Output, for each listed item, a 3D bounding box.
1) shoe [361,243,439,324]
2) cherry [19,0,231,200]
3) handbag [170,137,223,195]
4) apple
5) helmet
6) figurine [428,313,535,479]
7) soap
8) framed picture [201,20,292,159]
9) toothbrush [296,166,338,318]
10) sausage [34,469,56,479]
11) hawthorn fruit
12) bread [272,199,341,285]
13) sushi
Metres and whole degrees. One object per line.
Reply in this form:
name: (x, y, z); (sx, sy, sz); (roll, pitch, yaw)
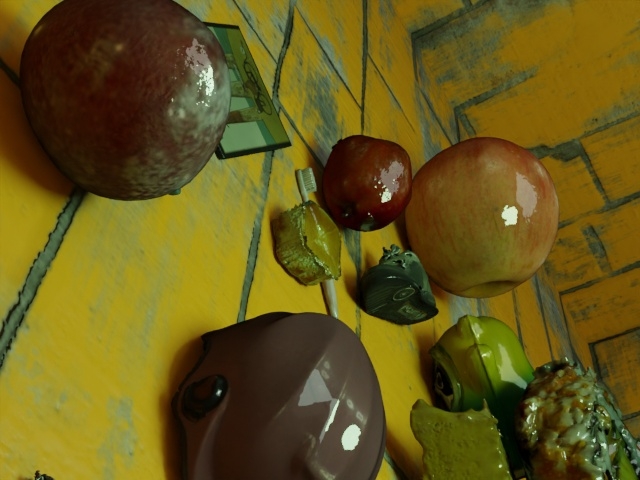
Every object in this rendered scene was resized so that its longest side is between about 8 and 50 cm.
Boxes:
shoe: (0.137, 0.068, 1.892); (0.293, 0.109, 0.149); (36, 32, -59)
cherry: (-0.217, -0.158, 1.076); (0.236, 0.285, 0.213); (42, 66, -29)
handbag: (-0.211, -0.161, 1.316); (0.179, 0.062, 0.229); (61, 21, -14)
apple: (0.369, -0.040, 2.237); (0.364, 0.364, 0.364); (51, 25, -35)
helmet: (-0.027, 0.225, 1.171); (0.271, 0.197, 0.338); (59, 20, -28)
figurine: (0.357, 0.313, 1.989); (0.323, 0.231, 0.340); (32, 39, -79)
soap: (0.250, 0.470, 1.596); (0.304, 0.169, 0.338); (-86, 156, -54)
framed picture: (-0.153, -0.259, 1.646); (0.244, 0.013, 0.324); (65, 19, -1)
toothbrush: (0.000, 0.000, 1.719); (0.025, 0.029, 0.307); (46, 28, -60)
sausage: (-0.205, 0.282, 0.900); (0.198, 0.025, 0.028); (57, -10, -26)
hawthorn fruit: (0.081, -0.099, 1.852); (0.185, 0.185, 0.202); (57, 39, -24)
bread: (-0.022, 0.001, 1.604); (0.128, 0.069, 0.140); (46, 32, -42)
sushi: (0.486, 0.411, 1.755); (0.417, 0.176, 0.417); (40, 39, -42)
